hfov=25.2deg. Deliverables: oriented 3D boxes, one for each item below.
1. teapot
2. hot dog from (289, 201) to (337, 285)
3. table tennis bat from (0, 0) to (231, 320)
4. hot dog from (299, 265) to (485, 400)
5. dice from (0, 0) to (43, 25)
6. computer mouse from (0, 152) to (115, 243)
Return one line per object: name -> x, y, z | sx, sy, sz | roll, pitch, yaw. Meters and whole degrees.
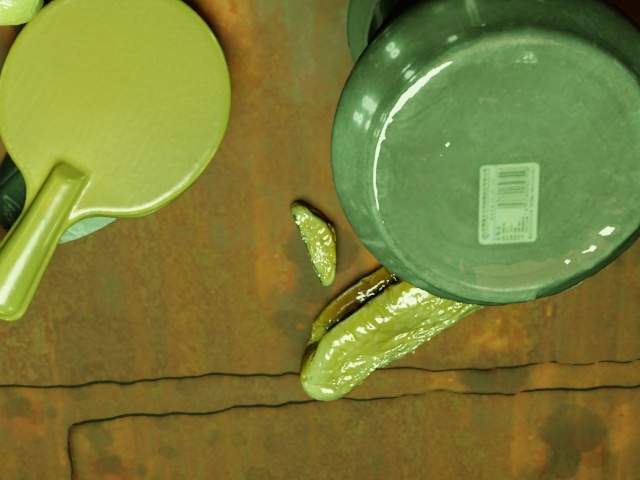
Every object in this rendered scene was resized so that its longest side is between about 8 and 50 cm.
teapot -> 0.140, -0.103, 1.156 | 0.253, 0.344, 0.300 | -22, 115, 9
hot dog -> 0.000, 0.000, 1.374 | 0.034, 0.030, 0.090 | -23, 115, -1
table tennis bat -> -0.207, -0.074, 1.247 | 0.198, 0.050, 0.321 | 30, 90, -7
hot dog -> 0.074, 0.065, 1.381 | 0.242, 0.084, 0.073 | -33, 115, 14
dice -> -0.291, -0.278, 1.144 | 0.169, 0.169, 0.166 | 12, 114, -9
computer mouse -> -0.200, -0.071, 1.306 | 0.231, 0.071, 0.126 | -33, 113, 12
